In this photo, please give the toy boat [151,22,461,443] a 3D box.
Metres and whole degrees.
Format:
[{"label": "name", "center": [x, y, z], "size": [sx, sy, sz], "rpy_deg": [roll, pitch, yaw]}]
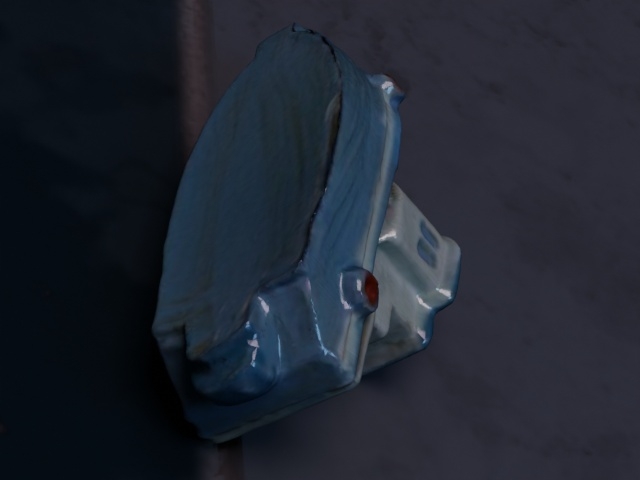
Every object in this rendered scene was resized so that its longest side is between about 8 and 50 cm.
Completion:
[{"label": "toy boat", "center": [0.000, 0.000, 0.676], "size": [0.102, 0.088, 0.215], "rpy_deg": [48, 32, -32]}]
